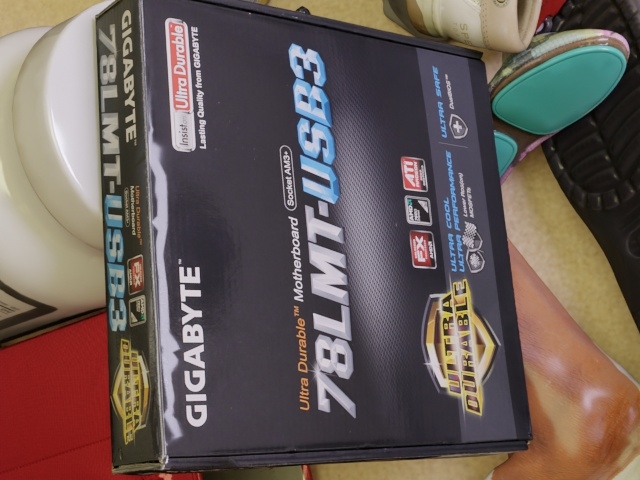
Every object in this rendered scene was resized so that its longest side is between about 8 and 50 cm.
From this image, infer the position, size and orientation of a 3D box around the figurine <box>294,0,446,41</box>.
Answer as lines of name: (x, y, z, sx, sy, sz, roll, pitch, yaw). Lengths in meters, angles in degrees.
figurine: (0.031, -0.176, 0.969, 0.092, 0.209, 0.215, 40, 93, 18)

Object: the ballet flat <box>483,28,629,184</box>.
ballet flat: (0.146, -0.101, 0.956, 0.221, 0.077, 0.079, -49, 28, 40)

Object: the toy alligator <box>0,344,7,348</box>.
toy alligator: (-0.306, 0.102, 1.106, 0.189, 0.056, 0.051, 40, 51, 19)

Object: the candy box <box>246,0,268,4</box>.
candy box: (-0.121, -0.244, 1.035, 0.109, 0.186, 0.053, 39, 93, 17)

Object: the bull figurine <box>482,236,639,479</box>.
bull figurine: (0.155, 0.126, 0.939, 0.188, 0.101, 0.310, -41, 65, 10)

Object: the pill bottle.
pill bottle: (-0.222, -0.038, 0.942, 0.363, 0.210, 0.210, -18, 74, 45)

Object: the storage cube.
storage cube: (-0.139, 0.160, 0.967, 0.193, 0.215, 0.184, -19, 77, 19)

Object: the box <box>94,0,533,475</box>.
box: (0.000, 0.000, 0.821, 0.073, 0.293, 0.296, -20, 70, 49)

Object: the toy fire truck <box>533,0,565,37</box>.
toy fire truck: (0.168, -0.261, 0.974, 0.192, 0.047, 0.135, -56, 49, 30)

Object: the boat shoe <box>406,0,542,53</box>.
boat shoe: (0.152, -0.284, 0.885, 0.098, 0.109, 0.302, 21, 98, 29)

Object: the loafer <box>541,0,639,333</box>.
loafer: (0.273, -0.039, 0.942, 0.134, 0.130, 0.366, -39, 59, 48)
